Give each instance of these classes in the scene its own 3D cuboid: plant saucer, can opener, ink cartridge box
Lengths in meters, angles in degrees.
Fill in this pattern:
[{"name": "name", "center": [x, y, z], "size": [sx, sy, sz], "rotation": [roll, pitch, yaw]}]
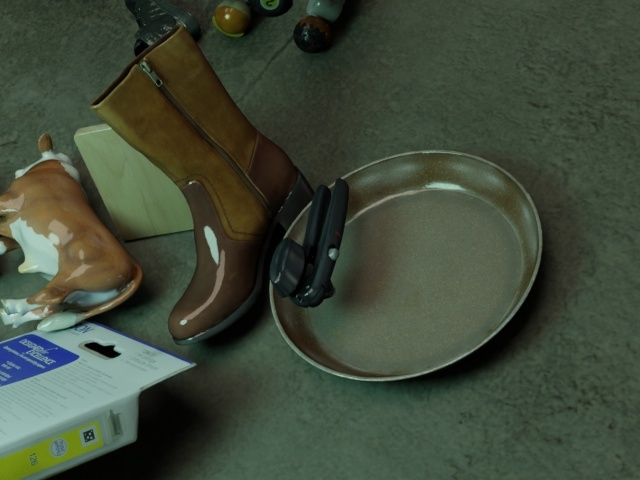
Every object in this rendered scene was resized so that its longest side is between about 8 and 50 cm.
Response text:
[{"name": "plant saucer", "center": [0.096, 0.034, 1.684], "size": [0.311, 0.050, 0.310], "rotation": [-12, 49, 14]}, {"name": "can opener", "center": [0.000, 0.000, 1.686], "size": [0.059, 0.073, 0.186], "rotation": [-7, 42, 30]}, {"name": "ink cartridge box", "center": [-0.331, 0.180, 1.648], "size": [0.307, 0.072, 0.304], "rotation": [-17, 17, -31]}]

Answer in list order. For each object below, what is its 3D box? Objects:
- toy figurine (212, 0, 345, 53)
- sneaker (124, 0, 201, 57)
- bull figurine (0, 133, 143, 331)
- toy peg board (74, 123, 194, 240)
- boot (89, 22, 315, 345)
[{"name": "toy figurine", "center": [-0.075, -0.336, 1.954], "size": [0.213, 0.209, 0.148], "rotation": [16, 77, 26]}, {"name": "sneaker", "center": [-0.231, -0.286, 2.084], "size": [0.170, 0.051, 0.089], "rotation": [29, 64, 34]}, {"name": "bull figurine", "center": [-0.339, -0.007, 1.851], "size": [0.188, 0.101, 0.310], "rotation": [-29, 45, -19]}, {"name": "toy peg board", "center": [-0.188, -0.097, 1.850], "size": [0.161, 0.161, 0.079], "rotation": [-10, 36, 17]}, {"name": "boot", "center": [-0.151, -0.057, 1.701], "size": [0.264, 0.280, 0.096], "rotation": [-51, 31, -19]}]
